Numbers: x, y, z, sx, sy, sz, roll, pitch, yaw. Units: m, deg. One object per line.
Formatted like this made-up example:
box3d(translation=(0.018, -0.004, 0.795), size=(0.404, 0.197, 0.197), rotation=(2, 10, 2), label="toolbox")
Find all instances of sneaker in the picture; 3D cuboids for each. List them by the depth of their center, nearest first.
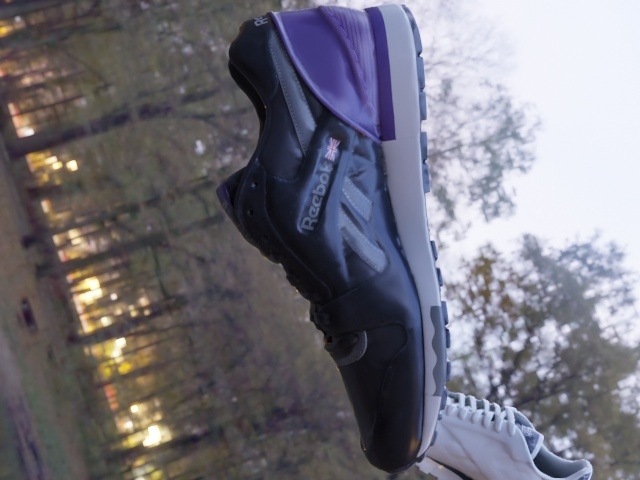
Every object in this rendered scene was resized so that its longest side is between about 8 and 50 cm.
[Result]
box3d(translation=(0.000, 0.000, 0.622), size=(0.107, 0.124, 0.283), rotation=(145, -60, -78), label="sneaker")
box3d(translation=(0.148, 0.189, 1.000), size=(0.235, 0.090, 0.095), rotation=(33, -60, 4), label="sneaker")
